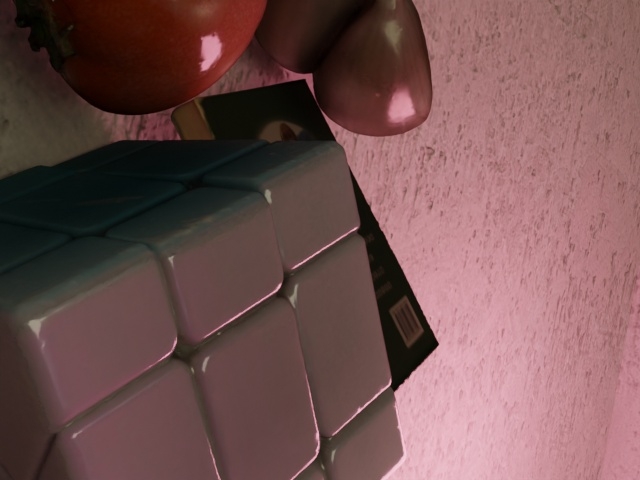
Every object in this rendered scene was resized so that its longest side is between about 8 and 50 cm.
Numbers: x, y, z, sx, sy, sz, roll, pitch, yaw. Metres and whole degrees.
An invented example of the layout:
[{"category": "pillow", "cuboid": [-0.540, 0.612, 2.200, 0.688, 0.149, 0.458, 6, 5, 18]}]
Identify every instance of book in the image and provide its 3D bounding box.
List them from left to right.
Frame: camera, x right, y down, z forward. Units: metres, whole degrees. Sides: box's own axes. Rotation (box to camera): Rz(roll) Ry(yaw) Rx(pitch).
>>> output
[{"category": "book", "cuboid": [0.000, 0.000, 0.934, 0.370, 0.043, 0.260, 63, 29, -1]}]

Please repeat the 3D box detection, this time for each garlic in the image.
[{"category": "garlic", "cuboid": [0.062, -0.260, 0.919, 0.246, 0.231, 0.340, -29, 160, -23]}]

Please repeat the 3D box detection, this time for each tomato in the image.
[{"category": "tomato", "cuboid": [-0.166, -0.236, 0.706, 0.224, 0.256, 0.255, -37, 124, -21]}]

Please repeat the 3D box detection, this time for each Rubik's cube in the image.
[{"category": "Rubik's cube", "cuboid": [-0.158, 0.106, 0.717, 0.316, 0.322, 0.318, -31, 118, -41]}]
